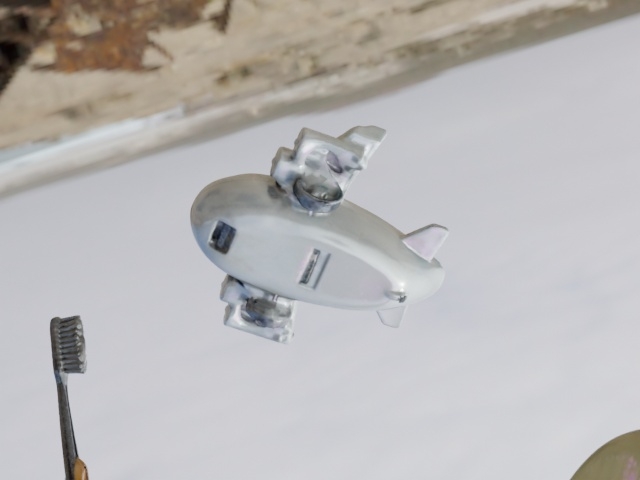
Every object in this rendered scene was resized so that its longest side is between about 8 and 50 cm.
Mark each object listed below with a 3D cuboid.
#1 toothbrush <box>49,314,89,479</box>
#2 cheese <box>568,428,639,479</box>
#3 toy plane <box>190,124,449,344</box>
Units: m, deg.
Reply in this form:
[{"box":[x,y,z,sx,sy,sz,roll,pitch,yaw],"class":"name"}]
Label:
[{"box":[-0.194,0.219,1.113,0.031,0.321,0.023,-11,168,17],"class":"toothbrush"},{"box":[0.197,0.146,0.781,0.064,0.227,0.137,26,177,-21],"class":"cheese"},{"box":[0.000,0.002,1.269,0.252,0.252,0.118,-17,-147,8],"class":"toy plane"}]
